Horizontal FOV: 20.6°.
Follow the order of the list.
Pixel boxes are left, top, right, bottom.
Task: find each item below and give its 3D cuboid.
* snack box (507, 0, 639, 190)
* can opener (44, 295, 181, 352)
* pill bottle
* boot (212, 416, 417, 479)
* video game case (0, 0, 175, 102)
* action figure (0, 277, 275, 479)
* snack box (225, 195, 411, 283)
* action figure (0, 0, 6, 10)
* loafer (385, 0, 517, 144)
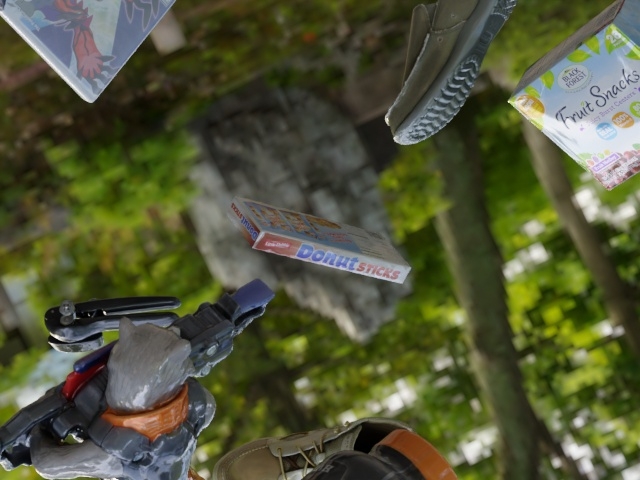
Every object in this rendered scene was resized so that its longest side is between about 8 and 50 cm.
[{"bbox_3d":[0.351,-0.173,2.075,0.207,0.174,0.070,-36,-163,51],"label":"snack box"},{"bbox_3d":[-0.271,0.098,2.298,0.186,0.059,0.073,-12,151,9],"label":"can opener"},{"bbox_3d":[0.008,0.264,1.471,0.245,0.130,0.130,-39,-170,-26],"label":"pill bottle"},{"bbox_3d":[-0.007,0.258,2.092,0.213,0.077,0.165,-8,171,-29],"label":"boot"},{"bbox_3d":[-0.256,-0.280,1.919,0.023,0.201,0.183,25,-106,46],"label":"video game case"},{"bbox_3d":[-0.131,0.190,1.657,0.341,0.330,0.178,-35,-128,-29],"label":"action figure"},{"bbox_3d":[0.000,0.000,1.642,0.178,0.064,0.022,14,115,-36],"label":"snack box"},{"bbox_3d":[-0.393,-0.283,1.698,0.275,0.141,0.164,-23,146,-37],"label":"action figure"},{"bbox_3d":[0.141,-0.226,2.013,0.251,0.087,0.094,-59,159,2],"label":"loafer"}]
